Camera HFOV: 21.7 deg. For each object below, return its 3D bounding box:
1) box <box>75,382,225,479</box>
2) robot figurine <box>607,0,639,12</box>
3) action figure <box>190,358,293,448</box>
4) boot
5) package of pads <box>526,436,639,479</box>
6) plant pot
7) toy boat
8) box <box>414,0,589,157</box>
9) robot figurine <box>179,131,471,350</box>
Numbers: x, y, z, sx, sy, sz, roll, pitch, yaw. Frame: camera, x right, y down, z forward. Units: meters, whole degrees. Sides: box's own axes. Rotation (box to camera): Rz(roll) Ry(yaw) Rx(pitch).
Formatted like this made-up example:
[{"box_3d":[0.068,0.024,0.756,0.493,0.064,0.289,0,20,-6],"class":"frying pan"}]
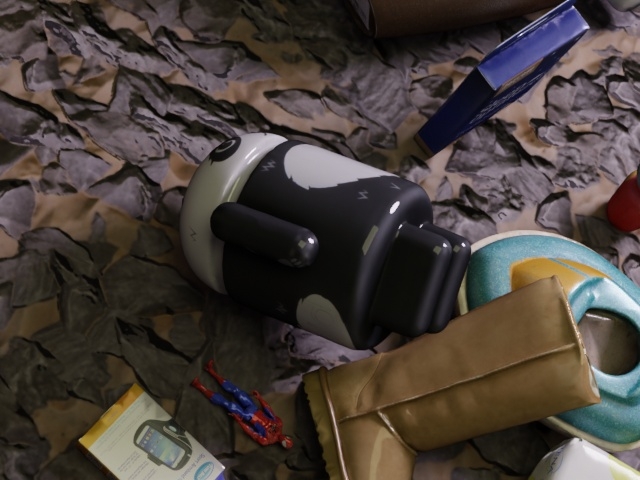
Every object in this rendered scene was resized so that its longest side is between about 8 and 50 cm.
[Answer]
[{"box_3d":[-0.156,0.211,1.589,0.136,0.028,0.081,44,65,0],"class":"box"},{"box_3d":[0.306,-0.429,1.857,0.199,0.300,0.353,-29,82,22],"class":"robot figurine"},{"box_3d":[-0.073,0.165,1.630,0.115,0.030,0.038,40,60,-1],"class":"action figure"},{"box_3d":[0.136,0.181,1.587,0.269,0.089,0.236,-19,74,7],"class":"boot"},{"box_3d":[0.264,0.365,1.614,0.229,0.101,0.296,31,64,-5],"class":"package of pads"},{"box_3d":[0.135,-0.309,1.786,0.230,0.215,0.215,-27,79,-10],"class":"plant pot"},{"box_3d":[0.286,0.040,1.714,0.267,0.148,0.318,34,65,-2],"class":"toy boat"},{"box_3d":[0.190,-0.168,1.720,0.136,0.225,0.036,-34,83,-24],"class":"box"},{"box_3d":[0.000,-0.002,1.600,0.278,0.209,0.173,21,60,22],"class":"robot figurine"}]
